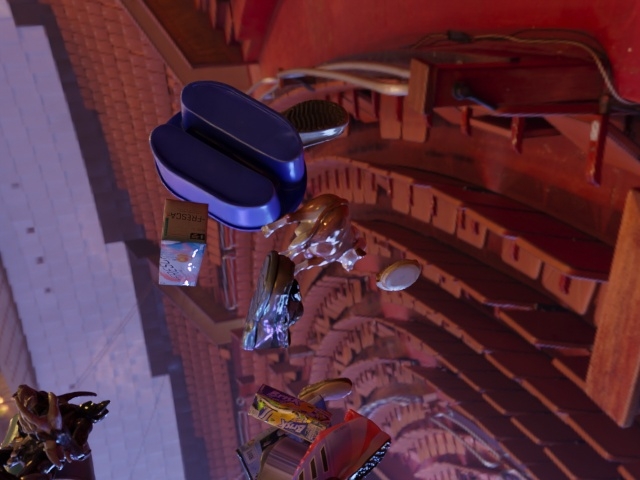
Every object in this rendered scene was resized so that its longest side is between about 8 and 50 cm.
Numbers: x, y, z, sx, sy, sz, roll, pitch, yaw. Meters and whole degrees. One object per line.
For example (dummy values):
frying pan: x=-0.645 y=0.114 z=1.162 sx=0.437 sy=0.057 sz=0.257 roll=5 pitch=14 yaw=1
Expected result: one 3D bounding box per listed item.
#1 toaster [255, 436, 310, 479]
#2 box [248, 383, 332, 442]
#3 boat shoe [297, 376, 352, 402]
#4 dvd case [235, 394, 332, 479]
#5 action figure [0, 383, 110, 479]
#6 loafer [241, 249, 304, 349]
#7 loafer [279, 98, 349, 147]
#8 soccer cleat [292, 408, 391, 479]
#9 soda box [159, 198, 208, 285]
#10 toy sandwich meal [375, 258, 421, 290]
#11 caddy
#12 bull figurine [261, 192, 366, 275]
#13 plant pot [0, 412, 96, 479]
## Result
toaster: x=-0.061 y=0.532 z=1.264 sx=0.227 sy=0.146 sz=0.129 roll=39 pitch=-112 yaw=-76
box: x=-0.064 y=0.373 z=1.210 sx=0.059 sy=0.169 sz=0.054 roll=-39 pitch=-29 yaw=-77
boat shoe: x=0.014 y=0.494 z=1.878 sx=0.073 sy=0.207 sz=0.073 roll=59 pitch=-159 yaw=-22
dvd case: x=-0.082 y=0.529 z=1.458 sx=0.022 sy=0.253 sz=0.180 roll=36 pitch=148 yaw=49
action figure: x=-0.332 y=0.224 z=0.600 sx=0.275 sy=0.164 sz=0.141 roll=-94 pitch=-18 yaw=-68
loafer: x=-0.061 y=0.097 z=0.844 sx=0.267 sy=0.084 sz=0.096 roll=117 pitch=164 yaw=-58
loafer: x=-0.061 y=-0.252 z=1.315 sx=0.092 sy=0.269 sz=0.102 roll=62 pitch=-157 yaw=-57
soccer cleat: x=0.009 y=0.429 z=1.073 sx=0.116 sy=0.318 sz=0.108 roll=38 pitch=123 yaw=27
soda box: x=-0.197 y=0.009 z=0.800 sx=0.183 sy=0.058 sz=0.063 roll=124 pitch=147 yaw=-62
toy sandwich meal: x=0.140 y=0.058 z=1.014 sx=0.085 sy=0.086 sz=0.029 roll=92 pitch=163 yaw=-44
caddy: x=-0.188 y=-0.170 z=1.178 sx=0.241 sy=0.341 sz=0.179 roll=-59 pitch=-3 yaw=-15
bull figurine: x=0.000 y=0.000 z=1.146 sx=0.101 sy=0.188 sz=0.310 roll=60 pitch=176 yaw=23
plant pot: x=-0.764 y=0.607 z=1.552 sx=0.271 sy=0.272 sz=0.255 roll=92 pitch=160 yaw=-44
